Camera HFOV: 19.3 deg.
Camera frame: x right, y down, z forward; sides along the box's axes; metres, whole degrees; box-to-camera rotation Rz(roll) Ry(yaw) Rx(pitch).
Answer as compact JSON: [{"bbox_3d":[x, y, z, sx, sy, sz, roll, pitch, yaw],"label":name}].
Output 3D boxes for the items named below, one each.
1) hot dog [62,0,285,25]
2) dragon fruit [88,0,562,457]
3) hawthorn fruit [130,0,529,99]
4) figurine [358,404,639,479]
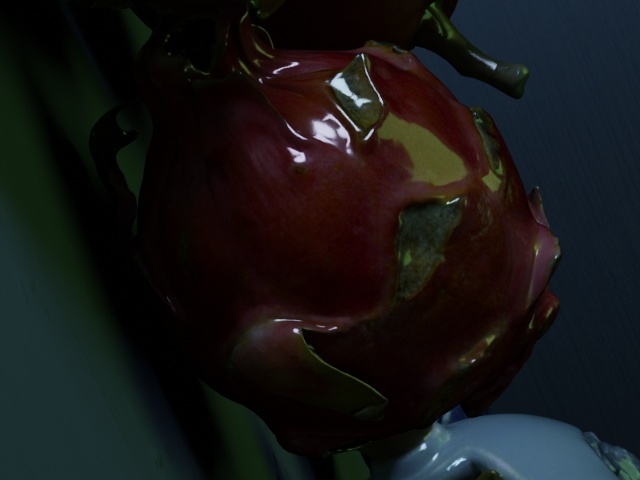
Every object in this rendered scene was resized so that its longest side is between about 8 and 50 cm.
[{"bbox_3d":[-0.060,-0.116,0.539,0.269,0.115,0.072,43,47,-74],"label":"hot dog"},{"bbox_3d":[0.000,0.000,0.592,0.166,0.136,0.133,50,41,-30],"label":"dragon fruit"},{"bbox_3d":[-0.007,-0.151,0.743,0.253,0.205,0.205,57,4,1],"label":"hawthorn fruit"},{"bbox_3d":[0.067,0.121,0.804,0.274,0.133,0.194,-148,-145,-79],"label":"figurine"}]
